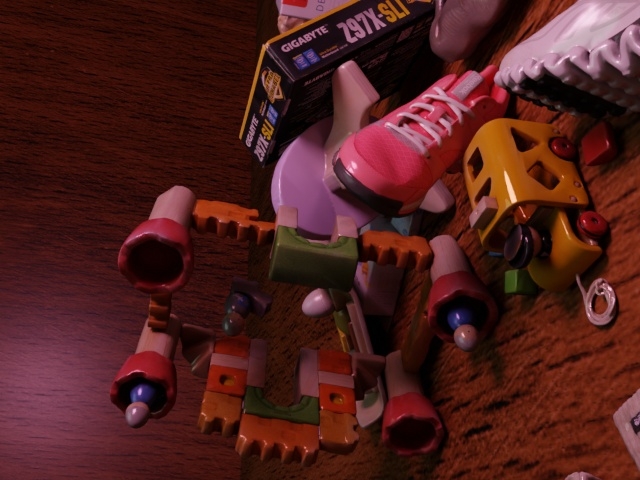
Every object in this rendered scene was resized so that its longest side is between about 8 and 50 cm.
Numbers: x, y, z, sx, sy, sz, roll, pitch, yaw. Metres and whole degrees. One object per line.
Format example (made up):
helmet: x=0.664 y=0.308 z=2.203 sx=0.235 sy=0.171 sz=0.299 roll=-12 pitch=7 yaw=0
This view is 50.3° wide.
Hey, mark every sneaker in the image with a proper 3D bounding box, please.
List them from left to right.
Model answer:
sneaker: x=0.125 y=-0.135 z=0.779 sx=0.314 sy=0.116 sz=0.136 roll=-33 pitch=-20 yaw=-48
sneaker: x=0.259 y=-0.177 z=0.562 sx=0.292 sy=0.110 sz=0.118 roll=-1 pitch=74 yaw=66

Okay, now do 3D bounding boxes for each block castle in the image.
block castle: x=-0.033 y=0.128 z=0.893 sx=0.212 sy=0.454 sz=0.302 roll=-92 pitch=14 yaw=-58

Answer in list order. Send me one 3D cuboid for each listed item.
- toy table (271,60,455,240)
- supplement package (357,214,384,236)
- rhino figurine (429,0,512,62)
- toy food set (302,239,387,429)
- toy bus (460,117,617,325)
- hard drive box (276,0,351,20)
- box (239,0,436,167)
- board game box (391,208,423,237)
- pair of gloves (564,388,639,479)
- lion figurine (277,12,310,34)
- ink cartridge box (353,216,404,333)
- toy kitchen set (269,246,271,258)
toy table: x=0.069 y=-0.122 z=1.014 sx=0.161 sy=0.252 sz=0.274 roll=-30 pitch=21 yaw=52
supplement package: x=0.039 y=-0.119 z=1.347 sx=0.139 sy=0.134 sz=0.244 roll=111 pitch=160 yaw=-48
rhino figurine: x=0.208 y=-0.316 z=0.869 sx=0.243 sy=0.073 sz=0.106 roll=136 pitch=141 yaw=-67
toy food set: x=0.025 y=0.151 z=1.211 sx=0.219 sy=0.093 sz=0.306 roll=-114 pitch=8 yaw=-64
toy bus: x=0.207 y=-0.029 z=0.695 sx=0.202 sy=0.105 sz=0.190 roll=-149 pitch=65 yaw=-75
hard drive box: x=0.050 y=-0.489 z=1.239 sx=0.089 sy=0.232 sz=0.181 roll=-104 pitch=23 yaw=-54
box: x=0.034 y=-0.272 z=1.088 sx=0.079 sy=0.322 sz=0.257 roll=53 pitch=156 yaw=8
board game box: x=0.146 y=-0.055 z=1.126 sx=0.090 sy=0.020 sz=0.090 roll=-119 pitch=38 yaw=-66
pair of gloves: x=0.255 y=0.250 z=0.528 sx=0.204 sy=0.042 sz=0.240 roll=-96 pitch=20 yaw=-51
lion figurine: x=0.005 y=-0.573 z=1.312 sx=0.142 sy=0.240 sz=0.392 roll=-107 pitch=3 yaw=-52
ink cartridge box: x=0.097 y=0.061 z=1.194 sx=0.104 sy=0.062 sz=0.181 roll=-113 pitch=30 yaw=-63
toy kitchen set: x=0.000 y=0.000 z=1.621 sx=0.207 sy=0.166 sz=0.122 roll=19 pitch=108 yaw=38
